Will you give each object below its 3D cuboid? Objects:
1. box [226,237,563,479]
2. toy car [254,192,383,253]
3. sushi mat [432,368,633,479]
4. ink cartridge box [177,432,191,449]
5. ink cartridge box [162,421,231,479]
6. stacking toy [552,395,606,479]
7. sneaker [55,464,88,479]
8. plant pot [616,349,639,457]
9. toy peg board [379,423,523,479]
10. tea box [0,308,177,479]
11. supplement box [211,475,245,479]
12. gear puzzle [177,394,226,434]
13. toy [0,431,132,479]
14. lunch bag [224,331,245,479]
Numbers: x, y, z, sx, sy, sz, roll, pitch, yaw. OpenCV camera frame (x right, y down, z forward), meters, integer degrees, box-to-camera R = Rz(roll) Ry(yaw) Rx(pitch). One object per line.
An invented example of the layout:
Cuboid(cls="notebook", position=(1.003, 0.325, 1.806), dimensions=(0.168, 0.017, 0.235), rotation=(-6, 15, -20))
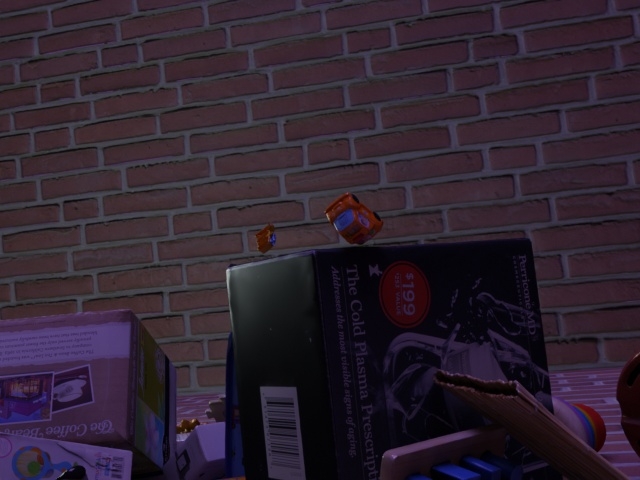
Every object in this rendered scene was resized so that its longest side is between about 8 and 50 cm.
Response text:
Cuboid(cls="box", position=(0.087, 0.178, 0.928), dimensions=(0.312, 0.344, 0.179), rotation=(-3, -6, -37))
Cuboid(cls="toy car", position=(0.000, 0.000, 0.828), dimensions=(0.122, 0.041, 0.060), rotation=(-23, -54, 14))
Cuboid(cls="sushi mat", position=(0.255, 0.221, 0.817), dimensions=(0.316, 0.019, 0.151), rotation=(38, -16, -17))
Cuboid(cls="ink cartridge box", position=(-0.289, 0.413, 1.646), dimensions=(0.181, 0.062, 0.104), rotation=(-3, -5, -13))
Cuboid(cls="ink cartridge box", position=(-0.171, 0.348, 1.345), dimensions=(0.109, 0.063, 0.150), rotation=(-1, -36, -37))
Cuboid(cls="stacking toy", position=(0.372, 0.298, 1.295), dimensions=(0.141, 0.141, 0.330), rotation=(-8, -10, 29))
Cuboid(cls="sneaker", position=(-0.246, 0.314, 0.924), dimensions=(0.228, 0.132, 0.086), rotation=(-8, -5, 28))
Cuboid(cls="plant pot", position=(0.577, 0.212, 1.182), dimensions=(0.265, 0.273, 0.272), rotation=(-11, -1, -30))
Cuboid(cls="toy peg board", position=(0.129, 0.261, 0.747), dimensions=(0.161, 0.161, 0.079), rotation=(-1, 9, -43))
Cuboid(cls="tea box", position=(-0.433, 0.281, 1.411), dimensions=(0.328, 0.220, 0.324), rotation=(-5, -26, 2))
Cuboid(cls="supplement box", position=(-0.100, 0.342, 1.075), dimensions=(0.233, 0.080, 0.078), rotation=(-6, -7, -12))
Cuboid(cls="gear puzzle", position=(-0.142, 0.377, 1.709), dimensions=(0.338, 0.044, 0.176), rotation=(-7, -48, 8))
Cuboid(cls="toy", position=(-0.355, 0.316, 1.039), dimensions=(0.237, 0.137, 0.056), rotation=(13, -36, -23))
Cuboid(cls="lunch bag", position=(-0.031, 0.244, 1.282), dimensions=(0.220, 0.294, 0.138), rotation=(-2, -6, -33))
